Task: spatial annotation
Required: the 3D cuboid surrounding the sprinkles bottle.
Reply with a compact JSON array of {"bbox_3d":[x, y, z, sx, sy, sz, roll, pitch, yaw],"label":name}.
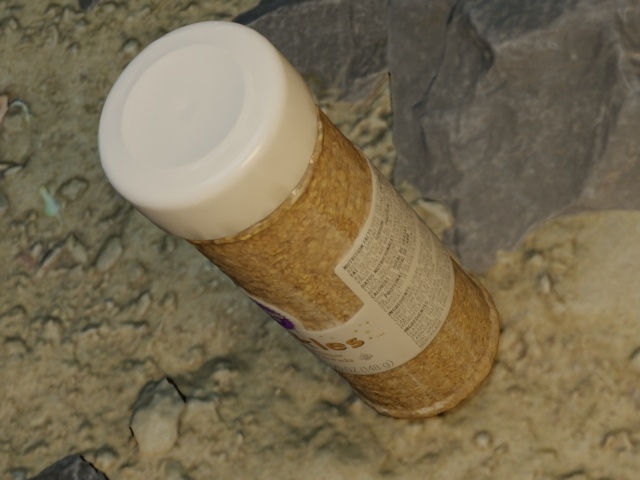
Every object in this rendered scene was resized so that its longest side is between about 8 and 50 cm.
[{"bbox_3d":[0.000,0.000,1.138,0.121,0.355,0.121,-12,60,22],"label":"sprinkles bottle"}]
